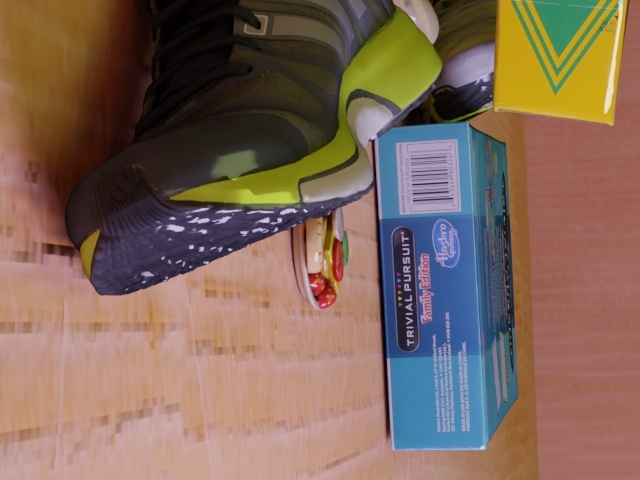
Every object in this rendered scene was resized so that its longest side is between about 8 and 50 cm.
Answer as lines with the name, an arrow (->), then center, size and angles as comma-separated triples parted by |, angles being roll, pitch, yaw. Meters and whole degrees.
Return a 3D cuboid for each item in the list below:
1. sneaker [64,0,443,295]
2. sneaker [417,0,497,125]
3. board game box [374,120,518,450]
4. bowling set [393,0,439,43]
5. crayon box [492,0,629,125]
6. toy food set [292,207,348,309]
sneaker -> -0.038, -0.071, 0.637 | 0.121, 0.111, 0.300 | 62, 20, -13
sneaker -> 0.143, -0.202, 1.499 | 0.147, 0.145, 0.384 | 64, 14, -9
board game box -> 0.116, 0.034, 1.369 | 0.336, 0.079, 0.253 | -3, 90, -79
bowling set -> 0.072, -0.265, 1.005 | 0.154, 0.287, 0.200 | 49, -4, -26
crayon box -> 0.213, -0.318, 1.265 | 0.363, 0.106, 0.313 | -70, 162, -54
toy food set -> 0.000, 0.000, 0.952 | 0.082, 0.020, 0.083 | -80, 163, -48
